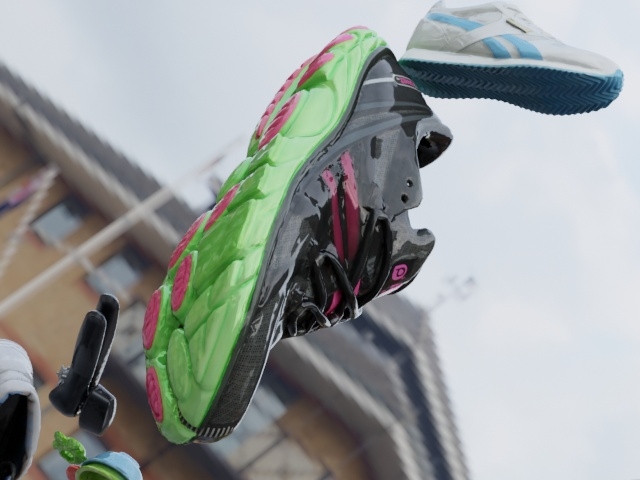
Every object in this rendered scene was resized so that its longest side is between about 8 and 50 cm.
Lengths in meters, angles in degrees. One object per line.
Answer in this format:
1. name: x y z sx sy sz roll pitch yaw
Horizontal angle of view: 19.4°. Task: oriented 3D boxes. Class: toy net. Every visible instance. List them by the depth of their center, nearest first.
1. toy net: -0.195 0.288 1.862 0.122 0.045 0.232 6 -47 34

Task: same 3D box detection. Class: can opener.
1. can opener: -0.227 0.118 1.868 0.073 0.059 0.186 20 -47 3

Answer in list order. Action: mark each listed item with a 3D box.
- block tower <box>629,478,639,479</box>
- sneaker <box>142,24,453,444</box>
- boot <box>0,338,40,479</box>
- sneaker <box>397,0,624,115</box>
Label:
1. block tower: 0.342 0.411 1.867 0.091 0.097 0.335 -16 -93 62
2. sneaker: 0.000 0.000 1.697 0.202 0.483 0.185 39 -37 -11
3. boot: -0.343 0.229 1.810 0.095 0.258 0.123 14 15 -22
4. sneaker: 0.190 -0.184 1.822 0.228 0.092 0.087 12 -25 26
